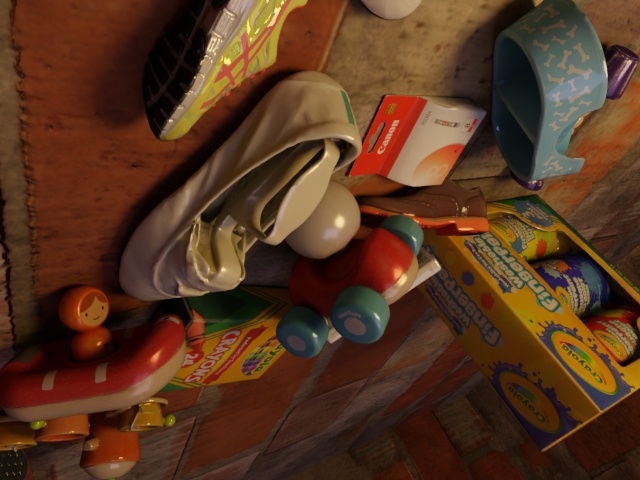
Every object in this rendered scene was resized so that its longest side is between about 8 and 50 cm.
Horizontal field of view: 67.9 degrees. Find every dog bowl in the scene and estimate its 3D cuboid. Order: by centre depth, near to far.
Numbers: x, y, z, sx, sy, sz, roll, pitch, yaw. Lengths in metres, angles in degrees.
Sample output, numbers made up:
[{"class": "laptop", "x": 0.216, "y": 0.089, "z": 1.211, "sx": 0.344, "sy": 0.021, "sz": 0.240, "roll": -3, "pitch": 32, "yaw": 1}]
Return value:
[{"class": "dog bowl", "x": 0.311, "y": -0.196, "z": 0.684, "sx": 0.074, "sy": 0.165, "sz": 0.297, "roll": -22, "pitch": 150, "yaw": 6}]

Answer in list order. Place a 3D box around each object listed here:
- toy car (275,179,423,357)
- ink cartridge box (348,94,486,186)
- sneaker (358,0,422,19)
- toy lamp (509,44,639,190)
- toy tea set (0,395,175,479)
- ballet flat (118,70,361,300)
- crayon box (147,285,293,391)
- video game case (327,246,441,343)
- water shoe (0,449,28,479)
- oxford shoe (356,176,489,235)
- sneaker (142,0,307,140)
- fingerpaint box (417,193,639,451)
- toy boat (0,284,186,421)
[{"class": "toy car", "x": 0.000, "y": 0.000, "z": 0.684, "sx": 0.210, "sy": 0.238, "sz": 0.219, "roll": -25, "pitch": -161, "yaw": 40}, {"class": "ink cartridge box", "x": 0.146, "y": -0.144, "z": 0.712, "sx": 0.179, "sy": 0.045, "sz": 0.145, "roll": -12, "pitch": 143, "yaw": -35}, {"class": "sneaker", "x": 0.068, "y": -0.261, "z": 0.379, "sx": 0.090, "sy": 0.145, "sz": 0.270, "roll": -34, "pitch": 149, "yaw": 1}, {"class": "toy lamp", "x": 0.449, "y": -0.213, "z": 0.856, "sx": 0.080, "sy": 0.080, "sz": 0.274, "roll": -10, "pitch": 144, "yaw": -33}, {"class": "toy tea set", "x": -0.410, "y": 0.323, "z": 0.733, "sx": 0.336, "sy": 0.124, "sz": 0.200, "roll": 10, "pitch": 147, "yaw": -33}, {"class": "ballet flat", "x": -0.107, "y": -0.024, "z": 0.571, "sx": 0.400, "sy": 0.139, "sz": 0.139, "roll": -44, "pitch": 147, "yaw": 18}, {"class": "crayon box", "x": -0.152, "y": 0.172, "z": 0.853, "sx": 0.319, "sy": 0.081, "sz": 0.202, "roll": 9, "pitch": 130, "yaw": -48}, {"class": "video game case", "x": 0.083, "y": 0.066, "z": 0.825, "sx": 0.206, "sy": 0.227, "sz": 0.026, "roll": -35, "pitch": 104, "yaw": 4}, {"class": "water shoe", "x": -0.577, "y": 0.366, "z": 0.776, "sx": 0.080, "sy": 0.072, "sz": 0.203, "roll": -14, "pitch": 146, "yaw": 11}, {"class": "oxford shoe", "x": 0.173, "y": -0.063, "z": 0.829, "sx": 0.272, "sy": 0.098, "sz": 0.097, "roll": 3, "pitch": 173, "yaw": -27}, {"class": "sneaker", "x": -0.084, "y": -0.169, "z": 0.436, "sx": 0.208, "sy": 0.081, "sz": 0.094, "roll": -47, "pitch": 148, "yaw": 22}, {"class": "fingerpaint box", "x": 0.439, "y": 0.119, "z": 0.955, "sx": 0.371, "sy": 0.444, "sz": 0.163, "roll": -10, "pitch": 141, "yaw": -32}, {"class": "toy boat", "x": -0.298, "y": 0.132, "z": 0.626, "sx": 0.231, "sy": 0.151, "sz": 0.151, "roll": -8, "pitch": 103, "yaw": -5}]
